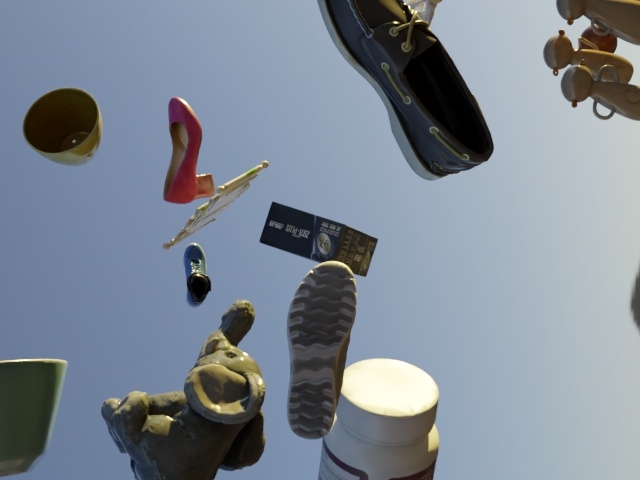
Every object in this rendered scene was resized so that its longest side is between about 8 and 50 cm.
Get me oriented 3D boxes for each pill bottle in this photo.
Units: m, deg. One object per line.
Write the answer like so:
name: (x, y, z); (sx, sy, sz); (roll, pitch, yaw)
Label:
pill bottle: (0.107, 0.440, 1.928); (0.224, 0.224, 0.392); (-46, -34, -57)

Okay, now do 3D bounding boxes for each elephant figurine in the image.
elephant figurine: (-0.129, 0.201, 1.218); (0.239, 0.169, 0.186); (-29, -85, -20)

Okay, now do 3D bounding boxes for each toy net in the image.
toy net: (0.166, -0.372, 1.355); (0.232, 0.045, 0.122); (-53, 21, 42)

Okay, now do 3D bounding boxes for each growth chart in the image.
growth chart: (-0.215, -0.065, 2.014); (0.021, 0.237, 0.172); (52, -139, 4)

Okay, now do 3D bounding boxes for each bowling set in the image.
bowling set: (0.357, -0.281, 1.340); (0.200, 0.154, 0.287); (146, 138, -75)

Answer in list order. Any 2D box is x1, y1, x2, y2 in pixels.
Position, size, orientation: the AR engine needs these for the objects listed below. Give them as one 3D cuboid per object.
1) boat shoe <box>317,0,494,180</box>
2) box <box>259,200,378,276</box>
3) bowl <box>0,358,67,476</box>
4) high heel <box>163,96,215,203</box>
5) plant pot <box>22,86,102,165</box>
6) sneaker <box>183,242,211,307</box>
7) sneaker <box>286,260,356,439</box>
boat shoe: (0.076, -0.159, 0.876); (0.081, 0.068, 0.228); (-45, -70, -36)
box: (0.000, 0.000, 1.772); (0.180, 0.147, 0.078); (20, -92, -68)
bowl: (-0.532, 0.281, 1.513); (0.311, 0.311, 0.163); (14, -113, -67)
high heel: (-0.311, -0.193, 2.137); (0.117, 0.082, 0.244); (-9, -100, -39)
plant pot: (-0.430, -0.181, 1.731); (0.095, 0.134, 0.134); (71, -150, -62)
sneaker: (-0.284, 0.075, 2.320); (0.084, 0.058, 0.152); (145, 127, -67)
sneaker: (-0.006, 0.172, 1.613); (0.115, 0.105, 0.281); (51, -129, -84)
